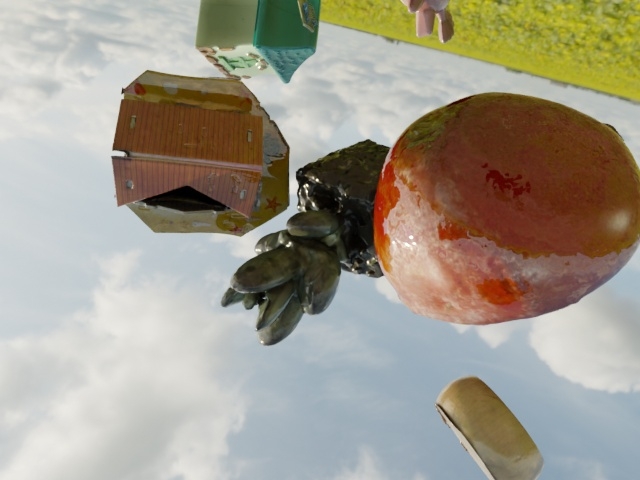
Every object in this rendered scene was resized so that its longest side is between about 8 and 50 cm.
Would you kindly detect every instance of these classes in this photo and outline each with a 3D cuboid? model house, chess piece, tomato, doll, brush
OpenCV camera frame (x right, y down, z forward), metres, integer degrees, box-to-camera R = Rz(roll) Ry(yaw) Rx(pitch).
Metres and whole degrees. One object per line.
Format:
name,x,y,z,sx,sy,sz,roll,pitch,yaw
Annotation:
model house,-0.128,-0.077,0.643,0.219,0.207,0.136,6,-160,-13
chess piece,0.117,0.135,0.396,0.038,0.083,0.083,-38,-144,-6
tomato,0.129,-0.042,0.471,0.233,0.200,0.139,-6,136,49
doll,0.152,-0.420,0.846,0.093,0.211,0.262,-3,145,32
model house,-0.075,-0.280,0.756,0.149,0.100,0.127,4,176,15
brush,-0.018,-0.266,0.628,0.016,0.013,0.083,18,-133,-41

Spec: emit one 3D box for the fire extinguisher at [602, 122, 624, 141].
fire extinguisher,0.280,-0.068,0.643,0.078,0.157,0.045,36,170,7

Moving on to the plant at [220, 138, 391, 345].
plant,0.000,-0.002,0.665,0.149,0.146,0.274,21,-124,43
